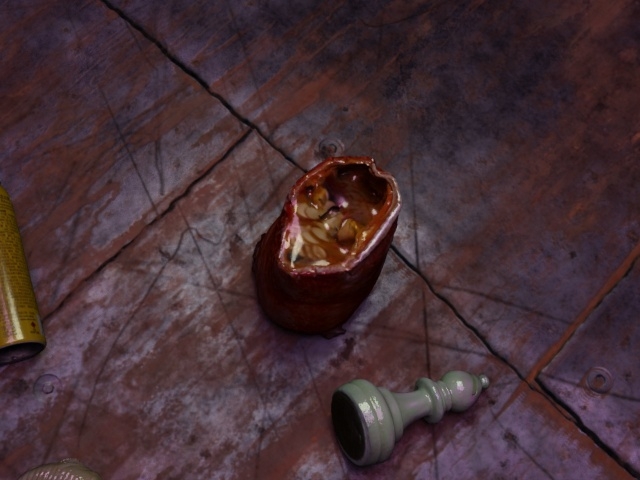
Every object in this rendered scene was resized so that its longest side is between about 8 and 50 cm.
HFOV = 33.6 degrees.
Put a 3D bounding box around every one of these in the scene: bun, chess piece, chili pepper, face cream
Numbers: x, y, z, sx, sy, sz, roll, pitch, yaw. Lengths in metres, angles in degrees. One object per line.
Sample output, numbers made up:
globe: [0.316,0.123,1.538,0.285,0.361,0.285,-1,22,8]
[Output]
bun: [-0.387,0.419,1.594,0.173,0.113,0.166,-33,69,6]
chess piece: [0.162,0.266,1.735,0.271,0.139,0.139,-15,70,-25]
chili pepper: [0.000,0.000,1.718,0.251,0.305,0.229,-42,76,-18]
face cream: [-0.541,0.025,1.743,0.105,0.105,0.349,-15,71,-13]
